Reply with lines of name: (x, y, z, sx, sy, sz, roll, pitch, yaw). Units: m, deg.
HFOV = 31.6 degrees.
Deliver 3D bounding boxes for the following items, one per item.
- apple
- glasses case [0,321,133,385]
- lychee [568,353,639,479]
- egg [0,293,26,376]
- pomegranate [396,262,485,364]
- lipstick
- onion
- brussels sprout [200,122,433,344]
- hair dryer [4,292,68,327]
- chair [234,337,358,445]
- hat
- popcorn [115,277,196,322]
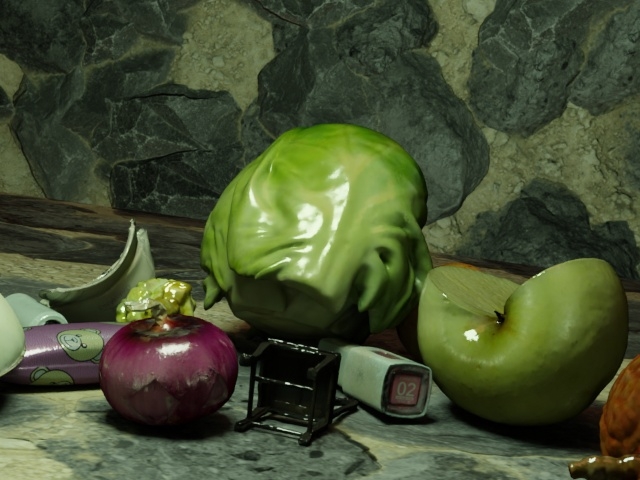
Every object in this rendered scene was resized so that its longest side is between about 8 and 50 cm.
apple: (0.289, 0.148, 1.604, 0.295, 0.233, 0.258, -1, -13, 33)
glasses case: (-0.326, 0.157, 1.582, 0.316, 0.076, 0.123, 0, 10, -35)
lychee: (0.398, 0.213, 1.135, 0.300, 0.255, 0.255, 3, 7, -27)
egg: (-0.504, 0.092, 1.388, 0.264, 0.174, 0.286, -1, 15, 11)
pomegranate: (0.221, 0.132, 1.881, 0.191, 0.191, 0.191, 6, 7, -1)
lipstick: (0.070, 0.194, 1.647, 0.079, 0.077, 0.253, 8, 1, -23)
onion: (-0.190, 0.158, 1.421, 0.177, 0.153, 0.177, 15, -5, 1)
brussels sprout: (-0.003, -0.019, 1.850, 0.342, 0.361, 0.425, 20, -17, -22)
hair dryer: (-0.506, 0.132, 1.679, 0.236, 0.073, 0.131, -2, 12, -37)
chair: (-0.022, 0.189, 1.501, 0.106, 0.113, 0.229, 11, 11, 17)
hat: (-0.329, 0.077, 1.808, 0.219, 0.164, 0.226, -39, 19, -15)
popcorn: (-0.254, 0.120, 1.783, 0.126, 0.126, 0.145, -2, -16, 26)
